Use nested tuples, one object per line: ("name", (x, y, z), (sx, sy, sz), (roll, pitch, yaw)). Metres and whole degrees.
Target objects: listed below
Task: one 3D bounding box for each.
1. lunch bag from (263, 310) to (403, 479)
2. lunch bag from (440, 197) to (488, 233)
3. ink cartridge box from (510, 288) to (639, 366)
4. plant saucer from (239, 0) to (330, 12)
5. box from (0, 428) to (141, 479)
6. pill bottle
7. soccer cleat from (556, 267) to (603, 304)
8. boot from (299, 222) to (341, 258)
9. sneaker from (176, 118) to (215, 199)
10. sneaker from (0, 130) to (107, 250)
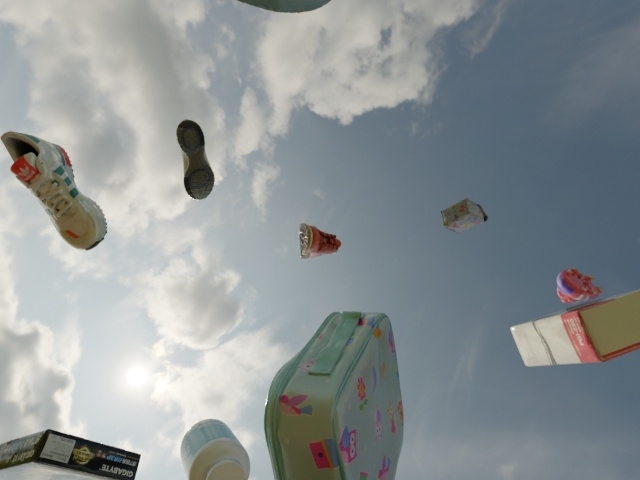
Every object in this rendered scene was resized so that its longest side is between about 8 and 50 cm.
("lunch bag", (0.033, 0.223, 0.549), (0.107, 0.279, 0.224), (-8, -79, 22))
("lunch bag", (0.318, -0.051, 0.905), (0.071, 0.083, 0.053), (-31, -131, 43))
("ink cartridge box", (0.497, 0.171, 0.776), (0.158, 0.218, 0.092), (-14, -109, -11))
("plant saucer", (-0.057, -0.269, 0.316), (0.037, 0.194, 0.195), (-34, -104, 55))
("box", (-0.461, 0.397, 0.725), (0.220, 0.175, 0.051), (-24, -138, 27))
("pill bottle", (-0.262, 0.551, 1.020), (0.264, 0.146, 0.147), (-17, -97, 64))
("soccer cleat", (0.627, 0.126, 1.019), (0.095, 0.247, 0.083), (-45, -124, 30))
("boot", (0.000, 0.000, 0.806), (0.084, 0.158, 0.059), (-3, -100, -2))
("sneaker", (-0.444, -0.290, 1.464), (0.110, 0.129, 0.298), (-7, -59, -17))
("sneaker", (-0.310, -0.057, 0.467), (0.057, 0.075, 0.161), (-35, -104, 2))
